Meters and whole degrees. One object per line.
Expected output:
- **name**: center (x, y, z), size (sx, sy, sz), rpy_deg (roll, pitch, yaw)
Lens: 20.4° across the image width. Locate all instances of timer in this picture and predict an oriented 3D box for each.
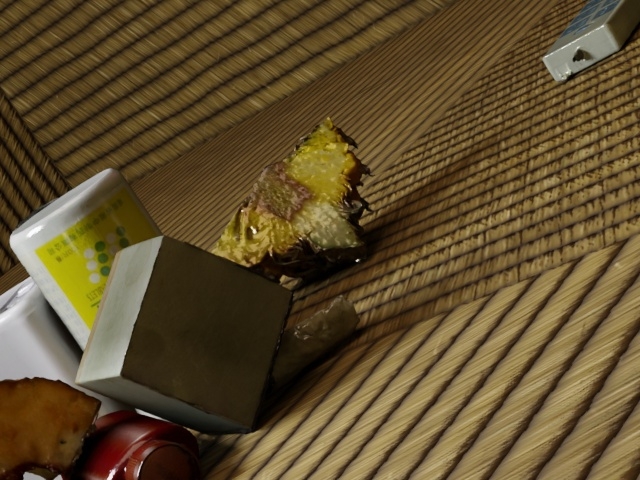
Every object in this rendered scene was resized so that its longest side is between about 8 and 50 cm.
- **timer**: center (-0.323, 0.165, 1.969), size (0.194, 0.195, 0.192), rpy_deg (-31, 10, 13)

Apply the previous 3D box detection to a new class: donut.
- **donut**: center (-0.300, 0.224, 1.655), size (0.085, 0.141, 0.217), rpy_deg (-47, 14, 55)

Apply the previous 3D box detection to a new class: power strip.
- **power strip**: center (0.387, -0.301, 2.369), size (0.106, 0.043, 0.367), rpy_deg (-28, 11, 32)

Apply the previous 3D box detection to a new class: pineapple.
- **pineapple**: center (0.003, -0.004, 2.085), size (0.164, 0.140, 0.250), rpy_deg (18, 57, 24)

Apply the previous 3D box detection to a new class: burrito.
- **burrito**: center (-0.025, 0.109, 1.725), size (0.149, 0.041, 0.055), rpy_deg (-37, -4, -1)

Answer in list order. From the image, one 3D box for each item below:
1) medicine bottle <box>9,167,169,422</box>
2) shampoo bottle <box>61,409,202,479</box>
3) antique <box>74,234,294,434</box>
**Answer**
- **medicine bottle**: center (-0.204, 0.063, 1.888), size (0.143, 0.258, 0.143), rpy_deg (-32, 11, 7)
- **shampoo bottle**: center (-0.173, 0.208, 1.653), size (0.102, 0.064, 0.260), rpy_deg (-39, 11, -16)
- **antique**: center (-0.130, 0.093, 1.678), size (0.148, 0.152, 0.147), rpy_deg (-16, 53, 59)
